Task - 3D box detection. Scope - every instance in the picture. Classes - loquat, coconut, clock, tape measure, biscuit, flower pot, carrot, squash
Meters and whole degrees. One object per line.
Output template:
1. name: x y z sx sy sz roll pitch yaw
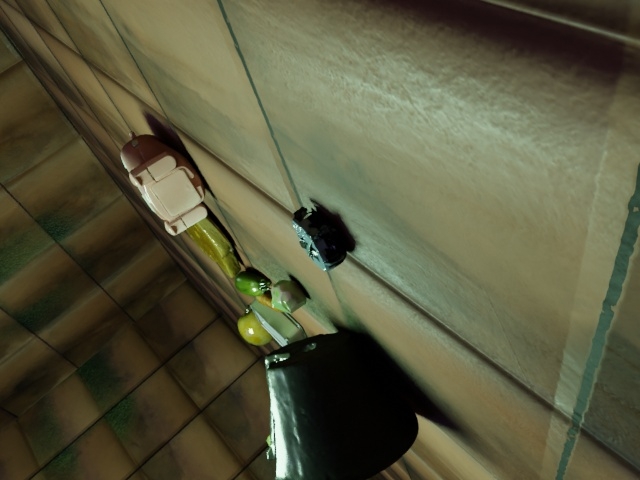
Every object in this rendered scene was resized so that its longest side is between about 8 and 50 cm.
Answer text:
1. loquat: -0.227 0.308 2.012 0.163 0.137 0.163 52 -177 -4
2. coconut: -0.081 0.135 1.343 0.082 0.081 0.083 60 174 10
3. clock: -0.132 0.273 1.795 0.192 0.071 0.147 39 160 33
4. tape measure: 0.001 0.002 0.866 0.091 0.054 0.094 40 160 48
5. clock: -0.400 -0.170 1.419 0.241 0.142 0.227 47 166 45
6. biscuit: -0.345 -0.009 1.747 0.287 0.057 0.343 52 163 -6
7. flower pot: 0.014 0.351 1.240 0.251 0.378 0.379 72 162 -2
8. carrot: -0.145 0.187 1.692 0.191 0.047 0.047 18 145 58
9. squash: -0.223 0.134 1.720 0.080 0.071 0.318 47 165 -10

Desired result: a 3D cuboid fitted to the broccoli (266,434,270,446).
1. broccoli: -0.004 0.484 1.608 0.249 0.302 0.376 -22 107 32
